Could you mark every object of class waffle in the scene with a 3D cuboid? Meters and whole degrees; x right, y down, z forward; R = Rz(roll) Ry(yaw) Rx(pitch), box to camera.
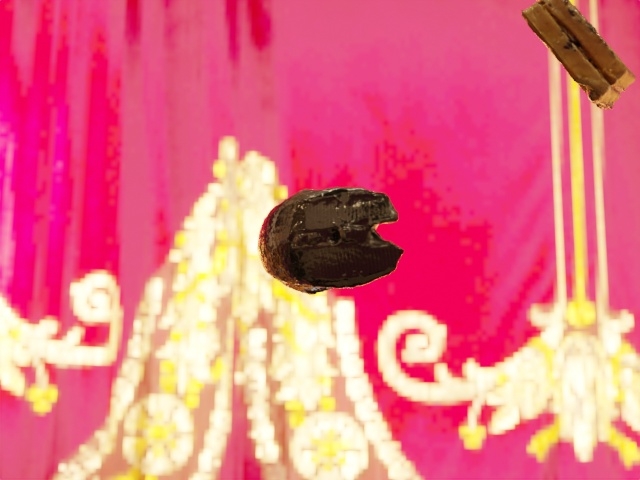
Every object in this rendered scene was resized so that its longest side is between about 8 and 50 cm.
[{"bbox_3d":[0.224,-0.164,1.342,0.042,0.102,0.148,-40,-9,12],"label":"waffle"}]

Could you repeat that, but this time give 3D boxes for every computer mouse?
[{"bbox_3d":[0.000,0.000,1.124,0.135,0.079,0.047,-5,-1,39],"label":"computer mouse"}]
